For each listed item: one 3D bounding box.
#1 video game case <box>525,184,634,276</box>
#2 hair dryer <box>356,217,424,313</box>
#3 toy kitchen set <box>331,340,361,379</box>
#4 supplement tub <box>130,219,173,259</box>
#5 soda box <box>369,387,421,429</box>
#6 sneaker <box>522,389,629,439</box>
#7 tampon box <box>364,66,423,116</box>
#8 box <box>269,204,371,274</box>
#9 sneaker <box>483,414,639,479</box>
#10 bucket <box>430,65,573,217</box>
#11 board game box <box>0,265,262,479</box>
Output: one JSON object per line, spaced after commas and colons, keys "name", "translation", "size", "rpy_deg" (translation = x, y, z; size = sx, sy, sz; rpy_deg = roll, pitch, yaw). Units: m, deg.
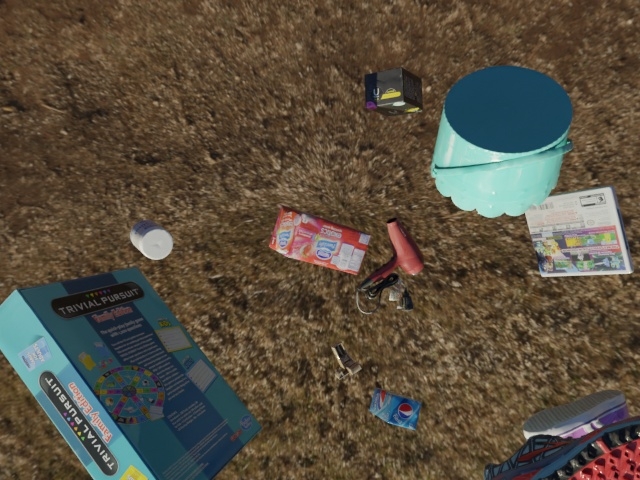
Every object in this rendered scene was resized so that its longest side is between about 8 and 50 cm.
{"name": "video game case", "translation": [0.544, -0.015, 1.200], "size": [0.023, 0.201, 0.183], "rpy_deg": [-21, 98, -36]}
{"name": "hair dryer", "translation": [0.223, 0.077, 1.691], "size": [0.223, 0.080, 0.293], "rpy_deg": [7, 87, -38]}
{"name": "toy kitchen set", "translation": [0.061, 0.351, 1.638], "size": [0.068, 0.083, 0.075], "rpy_deg": [-30, 106, -18]}
{"name": "supplement tub", "translation": [-0.369, -0.003, 1.226], "size": [0.071, 0.107, 0.071], "rpy_deg": [-7, 105, -30]}
{"name": "soda box", "translation": [0.184, 0.416, 1.407], "size": [0.071, 0.210, 0.067], "rpy_deg": [16, 78, -4]}
{"name": "sneaker", "translation": [0.556, 0.425, 1.183], "size": [0.282, 0.102, 0.161], "rpy_deg": [-7, 84, -24]}
{"name": "tampon box", "translation": [0.220, -0.438, 1.674], "size": [0.120, 0.161, 0.101], "rpy_deg": [-3, 90, 32]}
{"name": "box", "translation": [0.000, 0.000, 1.598], "size": [0.257, 0.122, 0.128], "rpy_deg": [16, 94, -36]}
{"name": "sneaker", "translation": [0.329, 0.290, 0.754], "size": [0.262, 0.125, 0.104], "rpy_deg": [-30, 104, 10]}
{"name": "bucket", "translation": [0.367, -0.205, 1.145], "size": [0.281, 0.183, 0.281], "rpy_deg": [-4, 57, 6]}
{"name": "board game box", "translation": [-0.258, 0.201, 0.794], "size": [0.079, 0.254, 0.336], "rpy_deg": [-42, 82, 15]}
